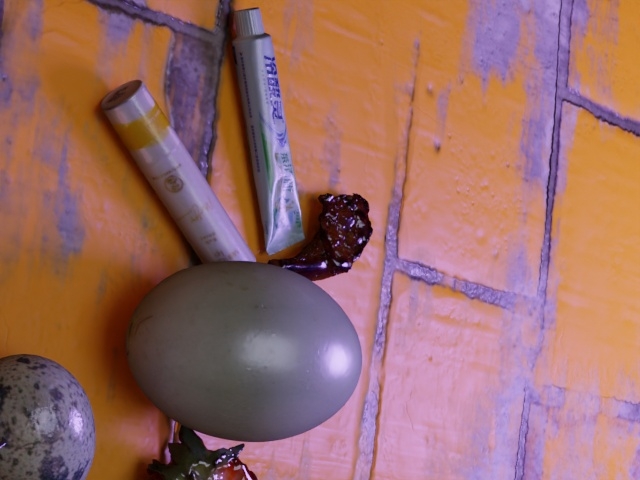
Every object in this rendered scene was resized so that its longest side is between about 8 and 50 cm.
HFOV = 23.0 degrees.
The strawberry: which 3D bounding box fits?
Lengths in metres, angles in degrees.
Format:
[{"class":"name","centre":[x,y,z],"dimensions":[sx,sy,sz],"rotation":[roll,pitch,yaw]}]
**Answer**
[{"class":"strawberry","centre":[-0.124,0.335,1.798],"dimensions":[0.228,0.098,0.174],"rotation":[55,54,-33]}]

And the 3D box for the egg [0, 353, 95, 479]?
[{"class":"egg","centre":[-0.295,0.195,1.605],"dimensions":[0.132,0.132,0.172],"rotation":[-47,130,-36]}]

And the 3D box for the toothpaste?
[{"class":"toothpaste","centre":[-0.066,-0.134,1.915],"dimensions":[0.074,0.048,0.297],"rotation":[-23,108,-50]}]

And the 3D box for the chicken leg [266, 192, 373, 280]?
[{"class":"chicken leg","centre":[0.004,0.004,1.965],"dimensions":[0.093,0.053,0.205],"rotation":[57,40,-22]}]

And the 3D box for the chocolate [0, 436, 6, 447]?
[{"class":"chocolate","centre":[-0.429,0.105,1.475],"dimensions":[0.329,0.065,0.102],"rotation":[55,41,-11]}]

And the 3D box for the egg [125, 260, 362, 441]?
[{"class":"egg","centre":[-0.084,0.124,1.766],"dimensions":[0.282,0.203,0.203],"rotation":[12,79,-27]}]

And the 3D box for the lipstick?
[{"class":"lipstick","centre":[-0.160,-0.062,1.803],"dimensions":[0.059,0.059,0.264],"rotation":[-51,123,-34]}]
